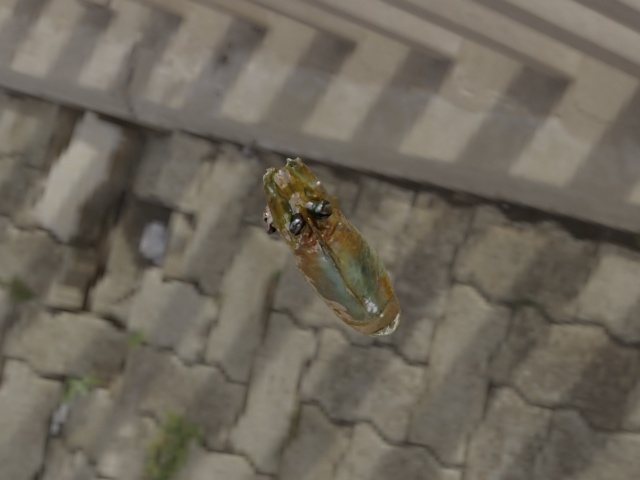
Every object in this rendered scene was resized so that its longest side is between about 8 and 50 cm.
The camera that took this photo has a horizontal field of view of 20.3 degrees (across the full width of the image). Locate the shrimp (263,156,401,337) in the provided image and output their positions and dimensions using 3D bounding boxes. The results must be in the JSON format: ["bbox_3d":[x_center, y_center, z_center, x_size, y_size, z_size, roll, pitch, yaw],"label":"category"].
[{"bbox_3d":[-0.002,0.001,1.193,0.051,0.217,0.115,-45,61,-3],"label":"shrimp"}]
